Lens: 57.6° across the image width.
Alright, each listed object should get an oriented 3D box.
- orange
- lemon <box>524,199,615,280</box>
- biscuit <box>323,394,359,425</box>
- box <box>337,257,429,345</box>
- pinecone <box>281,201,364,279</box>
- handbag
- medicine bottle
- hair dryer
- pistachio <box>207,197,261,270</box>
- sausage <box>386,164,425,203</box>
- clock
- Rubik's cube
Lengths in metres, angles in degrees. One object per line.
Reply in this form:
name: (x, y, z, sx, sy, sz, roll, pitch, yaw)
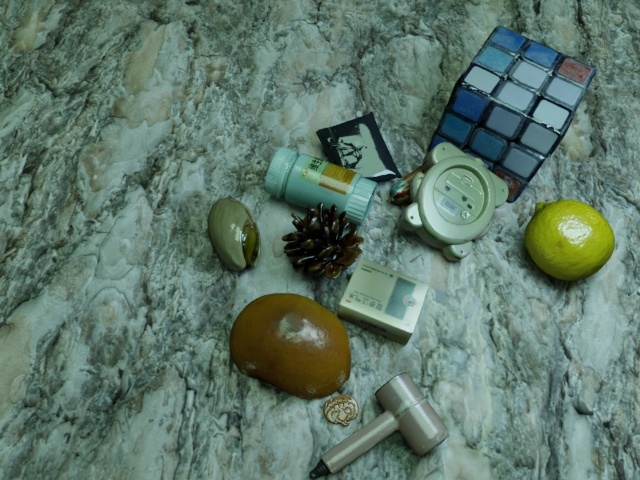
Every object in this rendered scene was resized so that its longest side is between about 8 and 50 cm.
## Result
orange: (-0.083, 0.264, 1.538, 0.310, 0.274, 0.274, 8, 52, 37)
lemon: (0.716, -0.005, 1.699, 0.253, 0.228, 0.228, 37, 62, 22)
biscuit: (0.054, 0.435, 1.487, 0.091, 0.015, 0.078, -15, 61, -14)
box: (0.172, 0.169, 1.618, 0.212, 0.095, 0.168, 21, 61, 8)
pinecone: (-0.001, -0.002, 1.647, 0.228, 0.201, 0.202, -17, 15, 12)
handbag: (0.119, -0.278, 1.881, 0.211, 0.089, 0.254, -20, 75, -7)
medicine bottle: (0.006, -0.162, 1.764, 0.318, 0.158, 0.158, 22, 59, 10)
hair dryer: (0.128, 0.493, 1.426, 0.344, 0.107, 0.189, -31, 68, -12)
pistachio: (-0.250, -0.019, 1.674, 0.137, 0.153, 0.238, 5, 49, -51)
sausage: (0.310, -0.191, 1.865, 0.264, 0.083, 0.083, -34, 67, -21)
clock: (0.399, -0.115, 1.771, 0.284, 0.114, 0.309, 35, 71, -6)
Rubik's cube: (0.599, -0.404, 1.866, 0.362, 0.359, 0.363, 29, 58, 14)
